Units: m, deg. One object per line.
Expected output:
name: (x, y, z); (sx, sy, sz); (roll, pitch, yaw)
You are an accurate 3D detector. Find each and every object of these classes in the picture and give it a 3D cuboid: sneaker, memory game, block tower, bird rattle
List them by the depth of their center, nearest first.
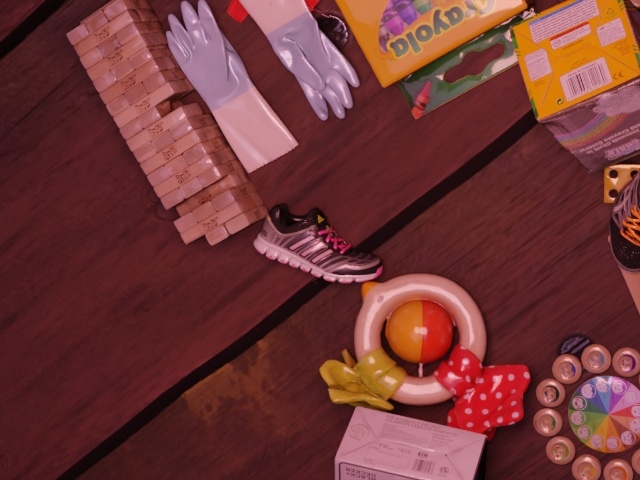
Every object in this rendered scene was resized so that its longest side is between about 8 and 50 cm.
sneaker: (0.372, -0.040, 1.682); (0.084, 0.083, 0.214); (24, 133, 10)
bird rattle: (0.129, 0.143, 1.843); (0.254, 0.143, 0.206); (-1, 84, 13)
memory game: (0.353, 0.217, 1.848); (0.186, 0.012, 0.186); (3, 101, 15)
sneaker: (0.000, 0.000, 1.879); (0.170, 0.063, 0.074); (18, 111, 17)
block tower: (-0.194, -0.151, 1.891); (0.091, 0.097, 0.335); (-30, 90, 18)

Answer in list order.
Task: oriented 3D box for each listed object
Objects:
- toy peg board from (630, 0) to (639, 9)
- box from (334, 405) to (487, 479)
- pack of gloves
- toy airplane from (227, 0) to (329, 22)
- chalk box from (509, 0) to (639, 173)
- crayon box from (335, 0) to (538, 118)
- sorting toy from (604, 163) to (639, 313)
toy peg board: (0.334, -0.365, 1.720); (0.161, 0.079, 0.160); (31, 91, 8)
box: (0.107, 0.344, 1.834); (0.169, 0.087, 0.290); (10, 133, 14)
pack of gloves: (-0.069, -0.228, 1.872); (0.195, 0.046, 0.232); (-28, 102, 23)
toy airplane: (-0.053, -0.317, 1.853); (0.151, 0.028, 0.151); (4, 103, 16)
chalk box: (0.325, -0.173, 1.698); (0.132, 0.213, 0.132); (-23, 62, 22)
crayon box: (0.115, -0.324, 1.777); (0.202, 0.081, 0.318); (-29, 92, 18)
sorting toy: (0.423, 0.019, 1.772); (0.132, 0.046, 0.274); (-23, 94, 19)
